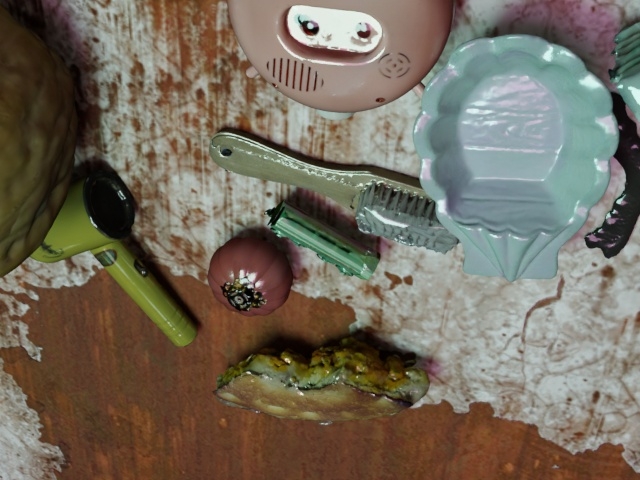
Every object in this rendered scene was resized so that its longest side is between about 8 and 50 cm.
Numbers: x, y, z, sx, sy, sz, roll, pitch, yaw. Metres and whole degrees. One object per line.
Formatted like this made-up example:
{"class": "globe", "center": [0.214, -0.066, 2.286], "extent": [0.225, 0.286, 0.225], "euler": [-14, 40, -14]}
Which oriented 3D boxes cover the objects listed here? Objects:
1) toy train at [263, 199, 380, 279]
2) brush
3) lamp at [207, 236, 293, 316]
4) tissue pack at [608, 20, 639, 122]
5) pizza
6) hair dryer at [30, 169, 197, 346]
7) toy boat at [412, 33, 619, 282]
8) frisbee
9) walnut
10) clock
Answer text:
{"class": "toy train", "center": [0.000, 0.000, 1.108], "extent": [0.148, 0.038, 0.071], "euler": [30, 168, -11]}
{"class": "brush", "center": [0.022, -0.055, 1.067], "extent": [0.327, 0.065, 0.070], "euler": [18, 130, 5]}
{"class": "lamp", "center": [-0.087, 0.045, 1.149], "extent": [0.107, 0.092, 0.108], "euler": [9, 126, 12]}
{"class": "tissue pack", "center": [0.491, -0.138, 0.790], "extent": [0.388, 0.162, 0.287], "euler": [-27, 108, 31]}
{"class": "pizza", "center": [-0.005, 0.183, 1.230], "extent": [0.305, 0.086, 0.161], "euler": [-2, 146, 21]}
{"class": "hair dryer", "center": [-0.264, 0.041, 1.215], "extent": [0.135, 0.090, 0.279], "euler": [-19, 123, 27]}
{"class": "toy boat", "center": [0.200, -0.091, 0.960], "extent": [0.199, 0.100, 0.290], "euler": [6, 125, 14]}
{"class": "frisbee", "center": [0.350, -0.050, 0.998], "extent": [0.211, 0.012, 0.187], "euler": [21, 127, 1]}
{"class": "walnut", "center": [-0.419, -0.094, 0.995], "extent": [0.306, 0.344, 0.306], "euler": [2, 138, 2]}
{"class": "clock", "center": [0.016, -0.224, 0.899], "extent": [0.227, 0.142, 0.241], "euler": [10, 131, 10]}
